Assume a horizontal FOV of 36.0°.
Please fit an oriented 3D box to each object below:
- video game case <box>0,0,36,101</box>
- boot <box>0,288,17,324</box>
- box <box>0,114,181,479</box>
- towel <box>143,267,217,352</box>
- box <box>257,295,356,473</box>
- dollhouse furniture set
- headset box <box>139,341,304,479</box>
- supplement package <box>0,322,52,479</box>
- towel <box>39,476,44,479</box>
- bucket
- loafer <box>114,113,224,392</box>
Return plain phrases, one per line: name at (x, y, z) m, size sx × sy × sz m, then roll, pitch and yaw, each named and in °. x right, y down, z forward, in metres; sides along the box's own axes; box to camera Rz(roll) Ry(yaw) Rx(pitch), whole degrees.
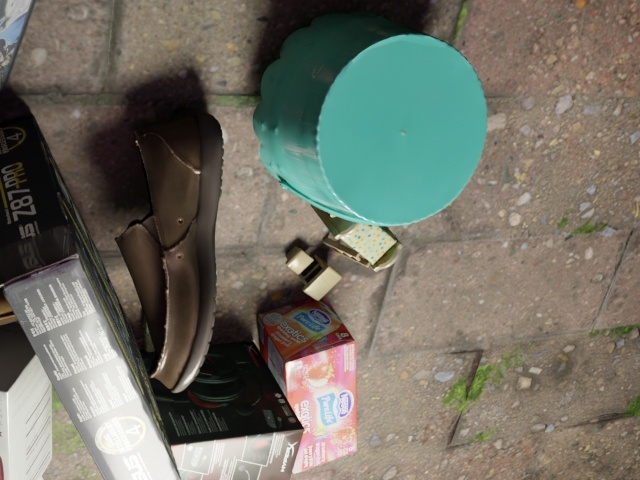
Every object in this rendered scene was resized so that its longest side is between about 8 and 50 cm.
video game case at (-0.406, -0.204, 1.018) m, size 0.248 × 0.035 × 0.275 m, roll -62°, pitch 167°, yaw 23°
boot at (-0.500, 0.031, 1.215) m, size 0.305 × 0.112 × 0.115 m, roll 16°, pitch 104°, yaw -33°
box at (-0.298, 0.087, 1.213) m, size 0.097 × 0.318 × 0.395 m, roll -23°, pitch 131°, yaw -11°
towel at (-0.211, 0.103, 1.465) m, size 0.110 × 0.027 × 0.148 m, roll -4°, pitch 125°, yaw -24°
box at (-0.019, 0.234, 1.594) m, size 0.122 × 0.128 × 0.257 m, roll -15°, pitch 128°, yaw -17°
dollhouse furniture set at (0.000, 0.000, 1.451) m, size 0.161 × 0.101 × 0.182 m, roll -45°, pitch 131°, yaw 8°
headset box at (-0.204, 0.264, 1.457) m, size 0.293 × 0.218 × 0.110 m, roll -1°, pitch 122°, yaw -27°
supplement package at (-0.452, 0.240, 1.332) m, size 0.139 × 0.134 × 0.244 m, roll 13°, pitch 123°, yaw 6°
towel at (-0.412, 0.477, 1.434) m, size 0.034 × 0.209 × 0.285 m, roll -28°, pitch 92°, yaw 20°
bucket at (0.069, -0.155, 1.275) m, size 0.281 × 0.183 × 0.281 m, roll -8°, pitch 109°, yaw -22°
loafer at (-0.206, 0.014, 1.291) m, size 0.130 × 0.134 × 0.366 m, roll 3°, pitch 89°, yaw -14°
